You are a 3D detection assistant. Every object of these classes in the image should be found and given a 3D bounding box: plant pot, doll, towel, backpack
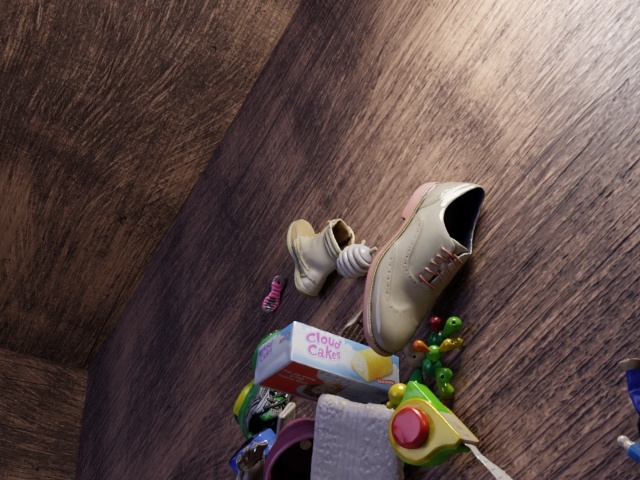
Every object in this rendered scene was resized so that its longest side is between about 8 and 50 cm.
[{"bbox_3d":[-0.025,0.473,1.474,0.180,0.201,0.201,-138,71,-79],"label":"plant pot"},{"bbox_3d":[0.441,0.242,0.890,0.129,0.046,0.188,-32,49,38],"label":"doll"},{"bbox_3d":[0.070,0.444,1.308,0.187,0.049,0.282,3,86,30],"label":"towel"},{"bbox_3d":[-0.147,0.532,1.720,0.120,0.101,0.098,-50,-10,10],"label":"backpack"}]

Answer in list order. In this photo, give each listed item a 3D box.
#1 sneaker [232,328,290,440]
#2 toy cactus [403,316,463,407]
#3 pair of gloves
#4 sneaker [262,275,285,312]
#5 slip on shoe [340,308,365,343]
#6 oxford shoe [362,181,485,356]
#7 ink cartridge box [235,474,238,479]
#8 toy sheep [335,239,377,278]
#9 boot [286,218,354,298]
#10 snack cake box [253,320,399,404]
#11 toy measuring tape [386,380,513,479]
[{"bbox_3d":[-0.113,0.380,1.794,0.146,0.134,0.343,49,124,54],"label":"sneaker"},{"bbox_3d":[0.195,0.238,1.327,0.180,0.112,0.218,-145,68,-74],"label":"toy cactus"},{"bbox_3d":[-0.124,0.506,1.584,0.240,0.042,0.204,-42,-39,-54],"label":"pair of gloves"},{"bbox_3d":[-0.142,0.163,2.097,0.119,0.047,0.057,-66,11,-4],"label":"sneaker"},{"bbox_3d":[0.095,0.193,1.610,0.041,0.051,0.135,-36,-19,-52],"label":"slip on shoe"},{"bbox_3d":[0.204,0.043,1.356,0.147,0.141,0.396,-7,55,55],"label":"oxford shoe"},{"bbox_3d":[-0.162,0.649,1.747,0.207,0.046,0.097,7,79,63],"label":"ink cartridge box"},{"bbox_3d":[0.088,0.047,1.685,0.132,0.091,0.091,-40,37,36],"label":"toy sheep"},{"bbox_3d":[0.000,0.000,1.875,0.203,0.095,0.261,-49,33,35],"label":"boot"},{"bbox_3d":[0.015,0.271,1.441,0.152,0.265,0.089,-39,38,45],"label":"snack cake box"},{"bbox_3d":[0.207,0.362,1.147,0.330,0.121,0.121,45,112,45],"label":"toy measuring tape"}]
